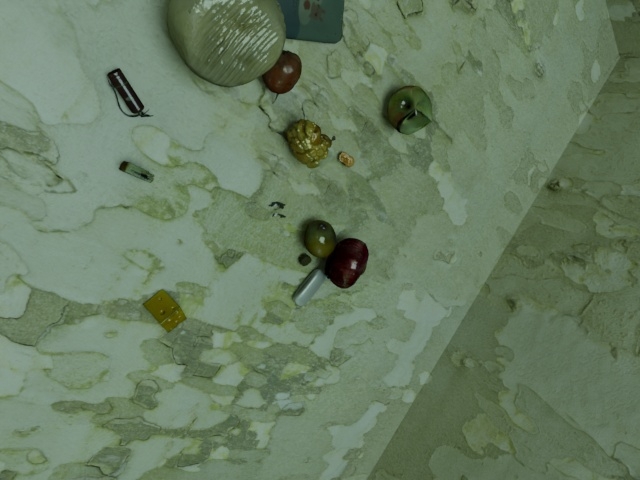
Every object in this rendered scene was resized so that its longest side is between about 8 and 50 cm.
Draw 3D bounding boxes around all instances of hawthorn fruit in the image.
[{"bbox_3d":[-0.131,-0.581,1.510,0.149,0.149,0.189,-32,127,-22],"label":"hawthorn fruit"}]

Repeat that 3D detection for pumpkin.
[{"bbox_3d":[0.109,-0.355,1.874,0.083,0.028,0.050,35,86,-33],"label":"pumpkin"}]

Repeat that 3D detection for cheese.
[{"bbox_3d":[-0.567,0.286,1.618,0.093,0.126,0.171,-41,148,-23],"label":"cheese"}]

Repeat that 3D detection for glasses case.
[{"bbox_3d":[-0.050,0.218,1.999,0.197,0.049,0.076,-51,132,-7],"label":"glasses case"}]

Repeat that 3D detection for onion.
[{"bbox_3d":[0.118,0.100,1.972,0.246,0.190,0.246,-56,170,-15],"label":"onion"}]

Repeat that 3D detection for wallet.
[{"bbox_3d":[-0.060,-0.833,1.492,0.361,0.083,0.252,-13,123,-35],"label":"wallet"}]

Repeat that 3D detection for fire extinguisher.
[{"bbox_3d":[-0.584,-0.433,1.296,0.078,0.045,0.157,-22,128,5],"label":"fire extinguisher"}]

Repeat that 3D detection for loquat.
[{"bbox_3d":[0.000,0.000,1.874,0.152,0.152,0.195,-31,142,-23],"label":"loquat"}]

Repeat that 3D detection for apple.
[{"bbox_3d":[0.395,-0.575,1.901,0.188,0.174,0.207,-4,112,-58],"label":"apple"}]

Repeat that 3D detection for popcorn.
[{"bbox_3d":[-0.050,-0.372,1.677,0.194,0.140,0.163,25,85,-52],"label":"popcorn"}]

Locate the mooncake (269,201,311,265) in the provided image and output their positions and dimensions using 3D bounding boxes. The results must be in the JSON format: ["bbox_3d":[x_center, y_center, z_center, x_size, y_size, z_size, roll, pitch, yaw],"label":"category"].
[{"bbox_3d":[-0.121,-0.015,1.835,0.150,0.057,0.346,-23,124,-25],"label":"mooncake"}]

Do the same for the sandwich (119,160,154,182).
[{"bbox_3d":[-0.577,-0.215,1.367,0.105,0.093,0.035,26,86,-44],"label":"sandwich"}]

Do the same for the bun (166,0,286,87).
[{"bbox_3d":[-0.287,-0.640,1.304,0.362,0.234,0.326,-3,130,-39],"label":"bun"}]
